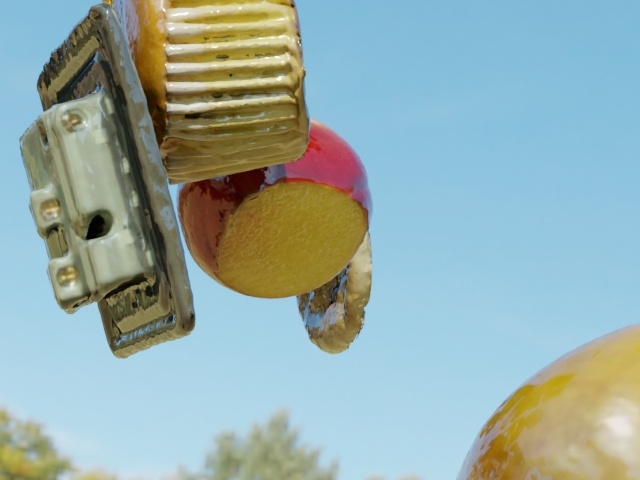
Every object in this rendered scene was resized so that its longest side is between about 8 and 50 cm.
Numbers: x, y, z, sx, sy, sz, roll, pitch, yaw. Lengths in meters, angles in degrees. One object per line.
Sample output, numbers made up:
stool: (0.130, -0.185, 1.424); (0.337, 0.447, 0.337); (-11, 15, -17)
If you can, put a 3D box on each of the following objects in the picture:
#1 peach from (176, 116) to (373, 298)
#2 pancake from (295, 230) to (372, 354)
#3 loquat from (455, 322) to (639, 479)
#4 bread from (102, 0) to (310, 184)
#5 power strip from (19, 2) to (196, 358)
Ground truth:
peach: (-0.044, -0.033, 1.638); (0.190, 0.190, 0.192); (7, 23, 6)
pancake: (0.002, -0.001, 2.499); (0.065, 0.356, 0.356); (-11, -11, -21)
loquat: (0.256, 0.205, 1.052); (0.328, 0.328, 0.359); (18, -10, -26)
bread: (-0.106, -0.192, 1.446); (0.156, 0.288, 0.204); (-6, -24, -8)
power strip: (-0.184, -0.033, 1.327); (0.092, 0.257, 0.251); (-16, -3, -14)
